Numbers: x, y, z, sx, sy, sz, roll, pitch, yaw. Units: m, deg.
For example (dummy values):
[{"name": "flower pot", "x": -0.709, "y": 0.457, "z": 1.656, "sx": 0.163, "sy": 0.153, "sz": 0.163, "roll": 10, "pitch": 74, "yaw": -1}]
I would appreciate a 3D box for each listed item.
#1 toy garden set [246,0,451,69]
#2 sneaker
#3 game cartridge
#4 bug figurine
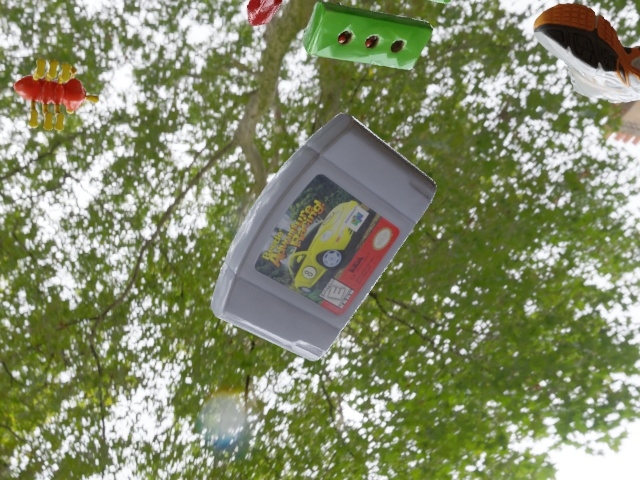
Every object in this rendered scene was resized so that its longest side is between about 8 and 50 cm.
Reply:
[{"name": "toy garden set", "x": 0.031, "y": -0.249, "z": 0.468, "sx": 0.203, "sy": 0.244, "sz": 0.049, "roll": 0, "pitch": -129, "yaw": -29}, {"name": "sneaker", "x": 0.425, "y": -0.278, "z": 1.034, "sx": 0.262, "sy": 0.121, "sz": 0.099, "roll": 20, "pitch": -106, "yaw": -21}, {"name": "game cartridge", "x": 0.000, "y": 0.000, "z": 0.821, "sx": 0.196, "sy": 0.294, "sz": 0.060, "roll": 31, "pitch": -174, "yaw": -30}, {"name": "bug figurine", "x": -0.370, "y": -0.289, "z": 0.810, "sx": 0.216, "sy": 0.279, "sz": 0.072, "roll": 7, "pitch": -162, "yaw": -33}]
